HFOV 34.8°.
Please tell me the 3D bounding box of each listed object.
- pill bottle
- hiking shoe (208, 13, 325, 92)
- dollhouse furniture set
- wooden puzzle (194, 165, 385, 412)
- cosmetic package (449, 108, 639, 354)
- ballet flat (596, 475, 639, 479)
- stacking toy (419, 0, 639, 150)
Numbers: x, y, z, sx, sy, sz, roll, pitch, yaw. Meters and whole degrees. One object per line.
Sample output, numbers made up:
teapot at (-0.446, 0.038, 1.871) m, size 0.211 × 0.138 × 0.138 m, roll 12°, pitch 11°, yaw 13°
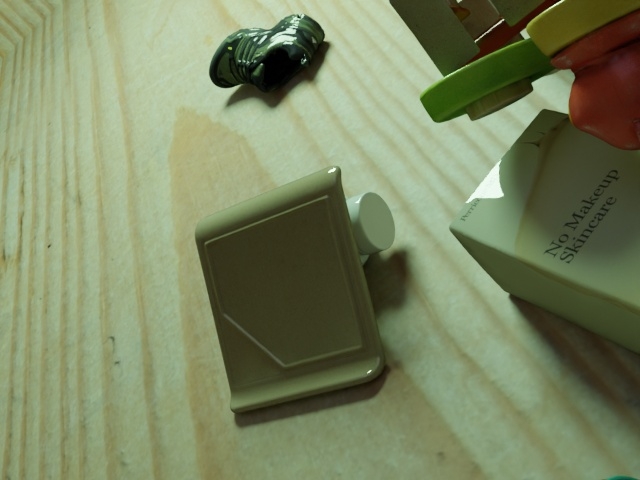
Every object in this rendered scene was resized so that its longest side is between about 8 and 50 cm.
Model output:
pill bottle at (0.000, 0.000, 1.196) m, size 0.169 × 0.094 × 0.094 m, roll -20°, pitch 41°, yaw 36°
hiking shoe at (-0.103, -0.285, 1.637) m, size 0.227 × 0.086 × 0.114 m, roll -18°, pitch 39°, yaw 36°
dollhouse furniture set at (0.228, -0.243, 0.993) m, size 0.259 × 0.135 × 0.262 m, roll -37°, pitch -6°, yaw 24°
wooden puzzle at (-0.036, 0.058, 1.145) m, size 0.221 × 0.044 × 0.238 m, roll -19°, pitch 76°, yaw 35°
cosmetic package at (0.272, 0.001, 0.868) m, size 0.160 × 0.113 × 0.309 m, roll -52°, pitch 33°, yaw -8°
ballet flat at (0.218, 0.299, 0.616) m, size 0.123 × 0.123 × 0.348 m, roll -38°, pitch 31°, yaw 13°
stacking toy at (0.261, -0.140, 0.912) m, size 0.309 × 0.130 × 0.279 m, roll -23°, pitch -2°, yaw -40°
